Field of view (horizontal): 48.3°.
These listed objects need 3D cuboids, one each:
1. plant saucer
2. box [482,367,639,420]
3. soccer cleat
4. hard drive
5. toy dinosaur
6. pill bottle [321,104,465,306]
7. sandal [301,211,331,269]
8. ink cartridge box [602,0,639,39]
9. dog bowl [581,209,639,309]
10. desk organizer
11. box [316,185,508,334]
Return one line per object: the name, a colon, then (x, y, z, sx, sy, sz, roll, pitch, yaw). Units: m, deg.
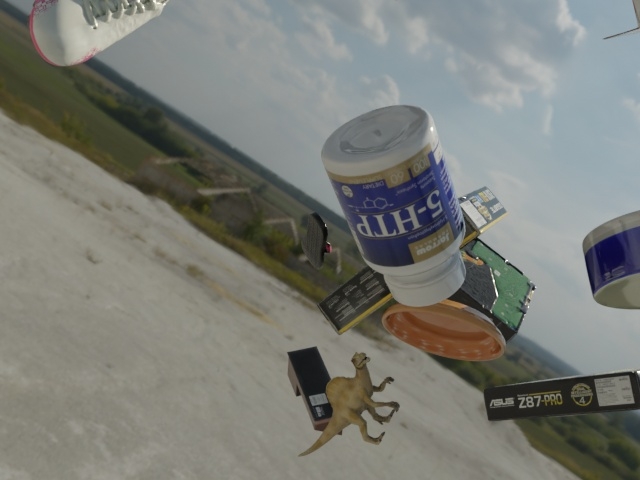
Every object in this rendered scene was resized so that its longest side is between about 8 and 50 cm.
plant saucer: (0.199, 0.140, 1.150, 0.200, 0.037, 0.200, 16, -24, 7)
box: (0.661, 0.382, 1.783, 0.318, 0.097, 0.395, 8, -20, -44)
soccer cleat: (-0.324, -0.376, 1.115, 0.331, 0.143, 0.116, -69, 142, -53)
hard drive: (0.348, 0.074, 1.717, 0.339, 0.064, 0.237, 38, 38, 5)
toy dinosaur: (0.044, 0.214, 0.905, 0.093, 0.183, 0.053, 28, 25, 8)
pill bottle: (0.082, -0.029, 0.714, 0.112, 0.112, 0.186, 35, -25, 55)
sandal: (0.000, 0.000, 1.356, 0.067, 0.040, 0.179, 53, -22, 19)
ink cartridge box: (0.683, -0.474, 1.288, 0.310, 0.130, 0.272, -21, 8, -43)
dog bowl: (0.593, 0.033, 1.217, 0.265, 0.104, 0.265, -2, -22, -1)
desk organizer: (-0.008, 0.217, 1.018, 0.047, 0.050, 0.130, -9, 40, -17)
box: (0.175, 0.031, 1.318, 0.079, 0.322, 0.257, 54, 25, 6)
